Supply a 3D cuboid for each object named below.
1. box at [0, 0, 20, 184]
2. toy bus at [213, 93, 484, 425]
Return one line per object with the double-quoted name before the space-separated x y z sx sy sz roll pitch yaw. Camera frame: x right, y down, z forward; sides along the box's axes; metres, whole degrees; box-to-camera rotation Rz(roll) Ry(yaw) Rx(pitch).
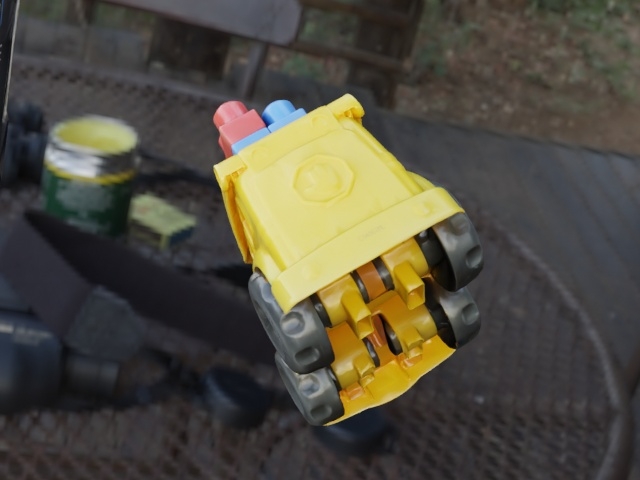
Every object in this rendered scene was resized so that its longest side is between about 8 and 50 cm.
"box" -0.234 0.057 0.411 0.097 0.318 0.395 24 39 13
"toy bus" 0.000 0.000 1.056 0.149 0.220 0.211 -31 61 -11
